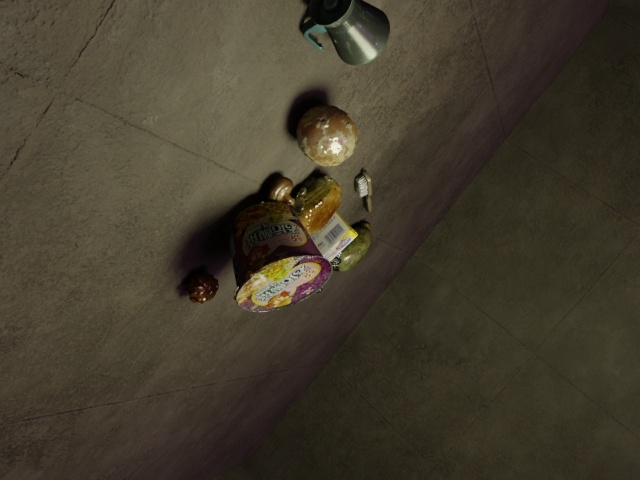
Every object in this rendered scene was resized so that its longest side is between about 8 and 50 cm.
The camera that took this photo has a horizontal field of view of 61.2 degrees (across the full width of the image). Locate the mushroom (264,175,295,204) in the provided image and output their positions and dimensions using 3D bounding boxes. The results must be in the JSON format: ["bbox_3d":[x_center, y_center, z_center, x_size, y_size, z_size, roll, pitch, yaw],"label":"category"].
[{"bbox_3d":[-0.141,-0.162,1.854,0.109,0.085,0.126,10,120,-33],"label":"mushroom"}]

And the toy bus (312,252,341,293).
[{"bbox_3d":[-0.010,0.101,2.396,0.126,0.133,0.292,-90,-156,-48],"label":"toy bus"}]

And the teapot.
[{"bbox_3d":[0.065,-0.590,1.482,0.203,0.171,0.225,-25,159,25],"label":"teapot"}]

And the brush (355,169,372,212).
[{"bbox_3d":[0.193,-0.205,2.425,0.065,0.070,0.327,-27,156,-4],"label":"brush"}]

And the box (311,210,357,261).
[{"bbox_3d":[0.000,0.000,2.214,0.265,0.168,0.097,-45,152,7],"label":"box"}]

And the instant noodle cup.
[{"bbox_3d":[-0.161,0.043,1.812,0.339,0.266,0.340,-19,151,-11],"label":"instant noodle cup"}]

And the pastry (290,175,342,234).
[{"bbox_3d":[-0.024,-0.133,2.069,0.257,0.120,0.236,-46,161,-12],"label":"pastry"}]

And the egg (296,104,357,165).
[{"bbox_3d":[0.020,-0.337,1.732,0.195,0.195,0.233,-49,148,1],"label":"egg"}]

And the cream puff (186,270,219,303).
[{"bbox_3d":[-0.412,0.161,1.869,0.116,0.094,0.122,-39,133,-30],"label":"cream puff"}]

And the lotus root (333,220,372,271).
[{"bbox_3d":[0.154,0.026,2.601,0.309,0.173,0.173,-46,158,-23],"label":"lotus root"}]
